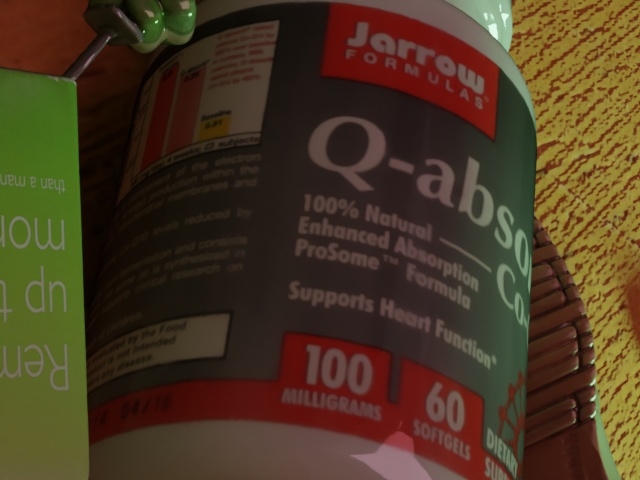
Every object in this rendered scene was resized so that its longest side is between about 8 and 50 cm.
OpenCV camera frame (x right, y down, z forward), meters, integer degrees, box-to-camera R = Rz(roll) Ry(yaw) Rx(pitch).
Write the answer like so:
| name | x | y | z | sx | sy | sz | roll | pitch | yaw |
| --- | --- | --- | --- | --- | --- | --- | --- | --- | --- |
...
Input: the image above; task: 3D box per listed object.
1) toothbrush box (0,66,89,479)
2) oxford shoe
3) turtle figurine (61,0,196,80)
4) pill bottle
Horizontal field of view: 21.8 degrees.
| name | x | y | z | sx | sy | sz | roll | pitch | yaw |
| --- | --- | --- | --- | --- | --- | --- | --- | --- | --- |
| toothbrush box | -0.177 | 0.086 | 0.482 | 0.206 | 0.122 | 0.283 | 4 | 84 | -55 |
| oxford shoe | 0.115 | 0.128 | 1.048 | 0.146 | 0.141 | 0.397 | 63 | 9 | -82 |
| turtle figurine | -0.117 | -0.170 | 0.653 | 0.198 | 0.266 | 0.275 | 45 | 25 | 11 |
| pill bottle | 0.000 | 0.000 | 0.820 | 0.210 | 0.210 | 0.362 | 41 | 44 | -40 |
